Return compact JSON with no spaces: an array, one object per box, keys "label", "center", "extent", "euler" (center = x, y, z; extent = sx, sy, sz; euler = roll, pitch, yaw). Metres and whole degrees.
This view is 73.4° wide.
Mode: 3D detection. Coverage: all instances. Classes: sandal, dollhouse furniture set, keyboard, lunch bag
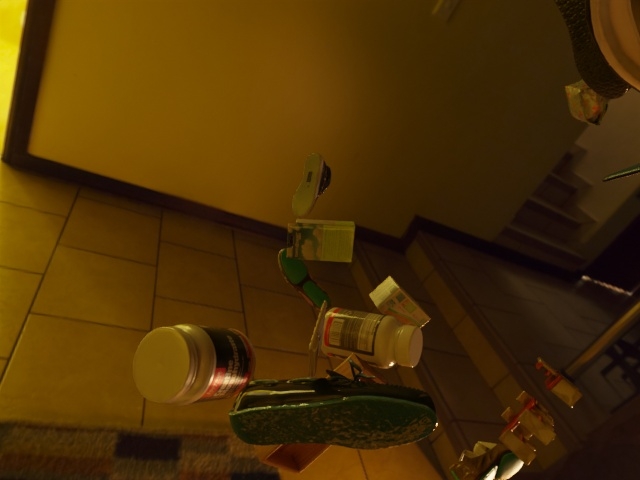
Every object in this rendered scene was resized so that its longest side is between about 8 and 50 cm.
[{"label":"sandal","center":[0.424,-0.335,0.651],"extent":[0.254,0.055,0.097],"euler":[56,0,-17]},{"label":"dollhouse furniture set","center":[0.620,0.489,1.267],"extent":[0.135,0.259,0.262],"euler":[41,11,23]},{"label":"keyboard","center":[-0.006,0.170,0.697],"extent":[0.014,0.256,0.072],"euler":[11,63,3]},{"label":"lunch bag","center":[0.535,-0.275,0.860],"extent":[0.071,0.053,0.083],"euler":[-78,146,-63]}]

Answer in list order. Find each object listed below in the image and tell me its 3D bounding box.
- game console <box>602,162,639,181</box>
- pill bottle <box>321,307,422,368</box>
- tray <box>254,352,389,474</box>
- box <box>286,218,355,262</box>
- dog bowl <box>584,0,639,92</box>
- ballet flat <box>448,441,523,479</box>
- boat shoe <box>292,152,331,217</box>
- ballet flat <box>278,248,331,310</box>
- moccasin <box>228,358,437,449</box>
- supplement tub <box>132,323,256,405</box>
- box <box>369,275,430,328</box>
[{"label":"game console","center":[0.799,-0.130,0.861],"extent":[0.250,0.173,0.293],"euler":[41,-17,-10]},{"label":"pill bottle","center":[0.171,0.333,1.452],"extent":[0.319,0.176,0.176],"euler":[4,11,32]},{"label":"tray","center":[0.013,0.542,1.329],"extent":[0.203,0.411,0.076],"euler":[46,2,-40]},{"label":"box","center":[0.000,0.000,1.165],"extent":[0.179,0.108,0.042],"euler":[3,20,-2]},{"label":"dog bowl","center":[0.461,-0.308,0.363],"extent":[0.408,0.408,0.150],"euler":[23,64,-17]},{"label":"ballet flat","center":[0.528,0.716,1.382],"extent":[0.343,0.116,0.124],"euler":[2,14,-41]},{"label":"boat shoe","center":[-0.015,-0.137,1.160],"extent":[0.065,0.183,0.083],"euler":[8,-15,31]},{"label":"ballet flat","center":[-0.056,0.123,1.266],"extent":[0.077,0.079,0.221],"euler":[-41,91,-27]},{"label":"moccasin","center":[0.020,0.266,0.732],"extent":[0.343,0.137,0.116],"euler":[3,25,2]},{"label":"supplement tub","center":[-0.308,0.312,1.090],"extent":[0.191,0.191,0.272],"euler":[45,7,27]},{"label":"box","center":[0.296,0.249,1.603],"extent":[0.203,0.114,0.103],"euler":[43,8,-25]}]
